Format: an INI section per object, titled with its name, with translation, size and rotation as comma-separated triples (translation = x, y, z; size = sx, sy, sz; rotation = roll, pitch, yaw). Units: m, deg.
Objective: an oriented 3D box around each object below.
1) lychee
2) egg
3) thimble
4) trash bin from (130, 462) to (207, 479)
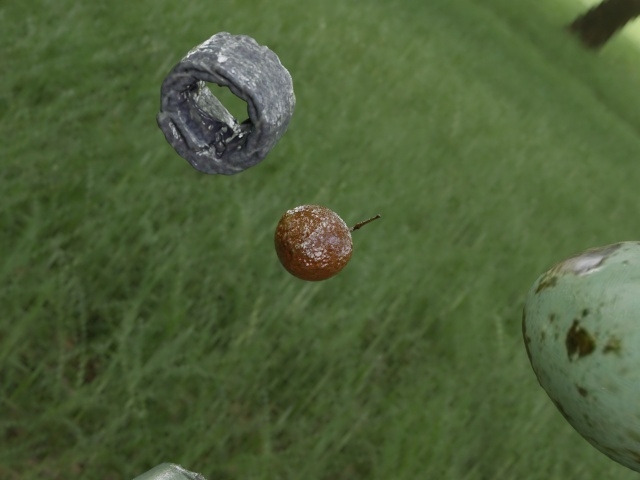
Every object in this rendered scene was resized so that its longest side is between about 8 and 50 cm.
[lychee]
translation = -0.002, 0.005, 1.867
size = 0.114, 0.101, 0.140
rotation = 5, -3, 24
[egg]
translation = 0.242, 0.081, 1.016
size = 0.169, 0.169, 0.231
rotation = 24, -1, -44
[thimble]
translation = -0.106, -0.155, 1.611
size = 0.150, 0.150, 0.098
rotation = 37, 38, -4
[trash bin]
translation = -0.186, 0.334, 1.140
size = 0.217, 0.262, 0.277
rotation = 60, -27, 8
